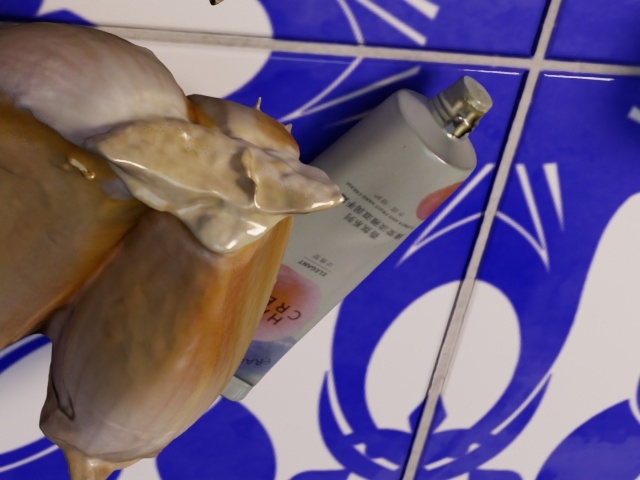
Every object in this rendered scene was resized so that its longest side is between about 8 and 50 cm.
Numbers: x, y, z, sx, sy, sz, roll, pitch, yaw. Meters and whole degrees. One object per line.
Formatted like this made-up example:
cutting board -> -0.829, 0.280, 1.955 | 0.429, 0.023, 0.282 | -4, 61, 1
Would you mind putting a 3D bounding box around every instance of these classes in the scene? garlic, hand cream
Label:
garlic -> -0.139, 0.001, 1.169 | 0.286, 0.249, 0.313 | -1, 147, -28
hand cream -> 0.000, 0.000, 1.303 | 0.124, 0.078, 0.340 | 30, 119, -31

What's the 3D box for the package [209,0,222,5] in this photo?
package -> -0.045, -0.218, 1.115 | 0.047, 0.071, 0.131 | 34, 111, -27
